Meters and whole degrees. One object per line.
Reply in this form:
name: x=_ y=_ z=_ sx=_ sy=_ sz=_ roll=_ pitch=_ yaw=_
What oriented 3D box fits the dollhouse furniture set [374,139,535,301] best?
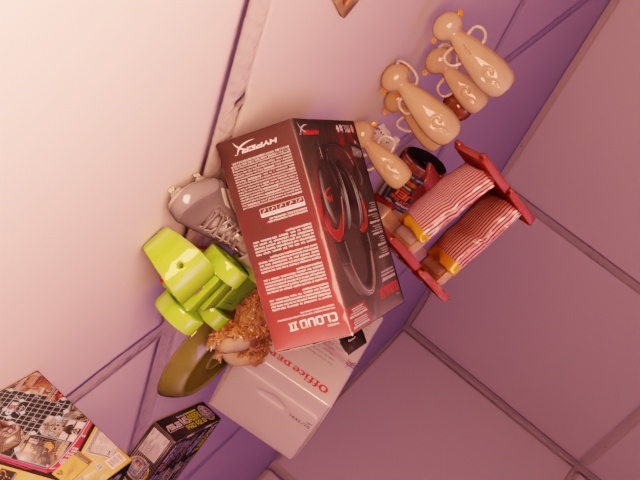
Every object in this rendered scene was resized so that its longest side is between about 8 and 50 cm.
dollhouse furniture set: x=0.174 y=-0.065 z=1.467 sx=0.201 sy=0.152 sz=0.374 roll=-43 pitch=-158 yaw=0

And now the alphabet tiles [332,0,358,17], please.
alphabet tiles: x=0.091 y=-0.400 z=0.944 sx=0.285 sy=0.011 sz=0.342 roll=-52 pitch=166 yaw=2

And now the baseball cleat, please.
baseball cleat: x=-0.112 y=-0.020 z=1.066 sx=0.072 sy=0.109 sz=0.206 roll=-44 pitch=166 yaw=10

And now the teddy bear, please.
teddy bear: x=-0.054 y=0.085 z=1.427 sx=0.338 sy=0.113 sz=0.245 roll=-43 pitch=158 yaw=4

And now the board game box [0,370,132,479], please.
board game box: x=-0.345 y=0.254 z=0.917 sx=0.243 sy=0.165 sz=0.042 roll=-30 pitch=156 yaw=-54

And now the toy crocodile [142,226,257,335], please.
toy crocodile: x=-0.153 y=0.052 z=1.171 sx=0.115 sy=0.105 sz=0.340 roll=-45 pitch=171 yaw=4

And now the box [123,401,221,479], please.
box: x=-0.335 y=0.459 z=1.711 sx=0.270 sy=0.060 sz=0.216 roll=-53 pitch=167 yaw=11

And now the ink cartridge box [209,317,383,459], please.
ink cartridge box: x=-0.045 y=0.230 z=1.648 sx=0.270 sy=0.198 sz=0.197 roll=-52 pitch=174 yaw=-49

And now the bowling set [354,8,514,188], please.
bowling set: x=0.171 y=-0.234 z=1.406 sx=0.287 sy=0.154 sz=0.200 roll=-43 pitch=-177 yaw=18

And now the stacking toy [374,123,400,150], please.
stacking toy: x=0.036 y=-0.094 z=1.494 sx=0.167 sy=0.052 sz=0.221 roll=-35 pitch=162 yaw=-41

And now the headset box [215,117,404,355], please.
headset box: x=0.000 y=0.000 z=1.093 sx=0.110 sy=0.293 sz=0.218 roll=-16 pitch=180 yaw=23

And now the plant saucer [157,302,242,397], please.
plant saucer: x=-0.192 y=0.195 z=1.531 sx=0.241 sy=0.037 sz=0.241 roll=-48 pitch=166 yaw=-16

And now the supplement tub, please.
supplement tub: x=0.178 y=-0.094 z=1.822 sx=0.106 sy=0.106 sz=0.198 roll=-31 pitch=155 yaw=-56
